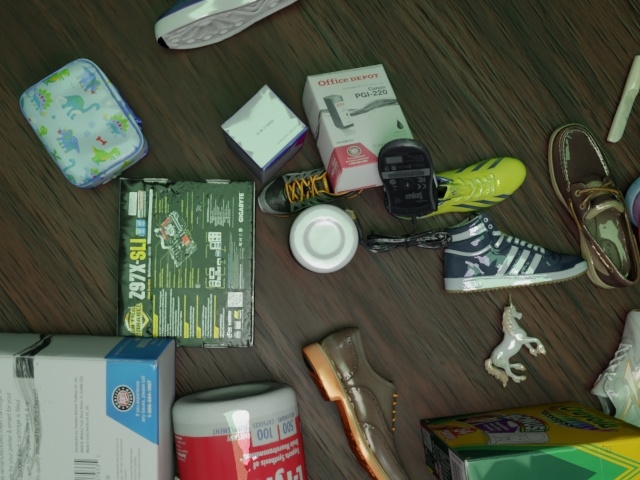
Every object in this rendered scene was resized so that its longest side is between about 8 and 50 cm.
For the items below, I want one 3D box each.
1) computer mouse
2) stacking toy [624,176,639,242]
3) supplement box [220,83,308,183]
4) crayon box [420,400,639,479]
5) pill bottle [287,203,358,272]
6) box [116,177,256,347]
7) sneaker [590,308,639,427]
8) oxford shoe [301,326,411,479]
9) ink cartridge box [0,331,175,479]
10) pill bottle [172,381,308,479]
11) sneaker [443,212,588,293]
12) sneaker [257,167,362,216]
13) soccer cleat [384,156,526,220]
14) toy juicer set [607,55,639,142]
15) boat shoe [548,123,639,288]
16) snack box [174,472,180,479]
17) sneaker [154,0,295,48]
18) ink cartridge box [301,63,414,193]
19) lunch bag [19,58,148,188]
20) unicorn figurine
[{"bbox_3d":[0.128,-0.084,1.465,0.184,0.060,0.262,-7,132,17],"label":"computer mouse"},{"bbox_3d":[0.764,-0.038,1.627,0.309,0.130,0.279,-14,115,-2],"label":"stacking toy"},{"bbox_3d":[-0.102,-0.189,1.489,0.111,0.220,0.114,-44,90,-5],"label":"supplement box"},{"bbox_3d":[0.368,0.373,1.429,0.313,0.363,0.106,-7,88,-4],"label":"crayon box"},{"bbox_3d":[0.000,0.000,1.490,0.121,0.216,0.121,0,88,-3],"label":"pill bottle"},{"bbox_3d":[-0.252,0.043,1.542,0.257,0.079,0.322,0,88,-2],"label":"box"},{"bbox_3d":[0.595,0.265,1.586,0.121,0.099,0.262,3,87,1],"label":"sneaker"},{"bbox_3d":[0.104,0.337,1.534,0.133,0.130,0.363,-28,91,-12],"label":"oxford shoe"},{"bbox_3d":[-0.466,0.319,1.435,0.395,0.166,0.285,2,99,1],"label":"ink cartridge box"},{"bbox_3d":[-0.131,0.475,1.459,0.229,0.229,0.407,-8,89,-4],"label":"pill bottle"},{"bbox_3d":[0.375,0.013,1.575,0.282,0.099,0.153,-7,90,-1],"label":"sneaker"},{"bbox_3d":[-0.017,-0.103,1.560,0.215,0.083,0.084,-17,90,-3],"label":"sneaker"},{"bbox_3d":[0.266,-0.097,1.559,0.289,0.121,0.093,-13,90,-4],"label":"soccer cleat"},{"bbox_3d":[0.742,-0.303,1.616,0.329,0.089,0.209,-1,88,-4],"label":"toy juicer set"},{"bbox_3d":[0.545,-0.070,1.577,0.123,0.123,0.342,-14,89,-4],"label":"boat shoe"},{"bbox_3d":[-0.348,0.440,1.547,0.178,0.022,0.064,33,88,-2],"label":"snack box"},{"bbox_3d":[-0.199,-0.528,1.551,0.323,0.130,0.236,-24,80,0],"label":"sneaker"},{"bbox_3d":[0.072,-0.212,1.518,0.159,0.092,0.218,-12,63,-15],"label":"ink cartridge box"},{"bbox_3d":[-0.440,-0.219,1.530,0.176,0.090,0.219,-34,91,-3],"label":"lunch bag"},{"bbox_3d":[0.380,0.202,1.588,0.111,0.060,0.162,35,86,-3],"label":"unicorn figurine"}]
